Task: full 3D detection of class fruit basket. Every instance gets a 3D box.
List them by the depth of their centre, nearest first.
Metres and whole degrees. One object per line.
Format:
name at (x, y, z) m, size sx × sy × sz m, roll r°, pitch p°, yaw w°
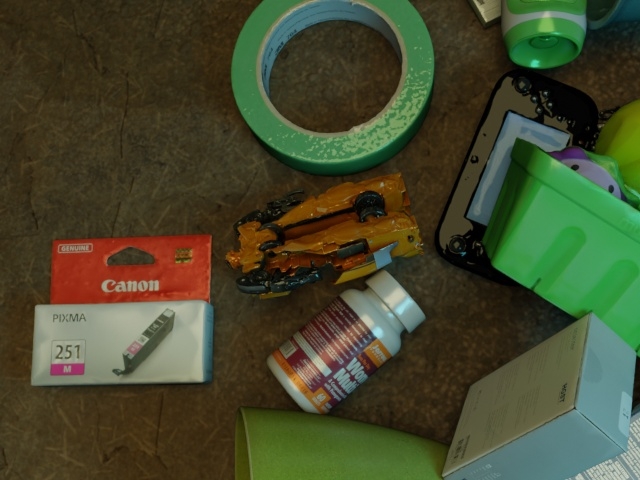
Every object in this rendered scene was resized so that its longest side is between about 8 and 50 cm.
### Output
fruit basket at (0.443, -0.059, 1.220) m, size 0.392 × 0.283 × 0.392 m, roll 1°, pitch 101°, yaw 6°

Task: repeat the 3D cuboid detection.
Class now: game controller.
game controller at (0.297, -0.095, 1.349) m, size 0.166 × 0.067 × 0.319 m, roll 22°, pitch 88°, yaw 12°

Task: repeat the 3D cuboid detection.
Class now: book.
book at (0.275, -0.429, 1.453) m, size 0.096 × 0.035 × 0.144 m, roll -26°, pitch 76°, yaw -3°

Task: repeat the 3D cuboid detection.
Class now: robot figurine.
robot figurine at (0.000, 0.000, 1.337) m, size 0.291 × 0.085 × 0.211 m, roll -17°, pitch 38°, yaw 7°

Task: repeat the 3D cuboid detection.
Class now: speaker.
speaker at (0.342, -0.421, 1.375) m, size 0.131 × 0.131 × 0.296 m, roll 1°, pitch 73°, yaw 7°

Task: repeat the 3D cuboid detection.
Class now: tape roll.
tape roll at (0.021, -0.265, 1.425) m, size 0.321 × 0.077 × 0.321 m, roll -1°, pitch 77°, yaw 6°

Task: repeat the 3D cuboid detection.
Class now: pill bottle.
pill bottle at (0.039, 0.149, 1.310) m, size 0.221 × 0.121 × 0.121 m, roll -40°, pitch 76°, yaw -3°

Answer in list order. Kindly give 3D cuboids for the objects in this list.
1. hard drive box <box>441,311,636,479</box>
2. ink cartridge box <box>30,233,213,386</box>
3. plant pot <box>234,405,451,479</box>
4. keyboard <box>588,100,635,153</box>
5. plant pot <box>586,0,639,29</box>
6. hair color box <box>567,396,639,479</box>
hard drive box at (0.282, 0.226, 1.155) m, size 0.089 × 0.232 × 0.181 m, roll 41°, pitch 41°, yaw -8°
ink cartridge box at (-0.305, 0.106, 1.393) m, size 0.275 × 0.060 × 0.238 m, roll -2°, pitch 79°, yaw 6°
plant pot at (0.041, 0.355, 1.212) m, size 0.294 × 0.275 × 0.274 m, roll -2°, pitch 77°, yaw -10°
keyboard at (0.465, -0.163, 1.378) m, size 0.180 × 0.023 × 0.108 m, roll -2°, pitch 77°, yaw 5°
plant pot at (0.578, -0.469, 1.289) m, size 0.334 × 0.341 × 0.341 m, roll 3°, pitch 78°, yaw 0°
hair color box at (0.455, 0.266, 1.209) m, size 0.347 × 0.174 × 0.105 m, roll -34°, pitch 75°, yaw -2°
